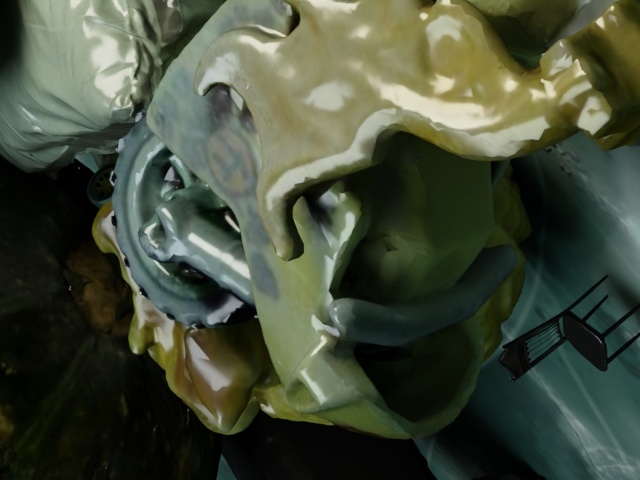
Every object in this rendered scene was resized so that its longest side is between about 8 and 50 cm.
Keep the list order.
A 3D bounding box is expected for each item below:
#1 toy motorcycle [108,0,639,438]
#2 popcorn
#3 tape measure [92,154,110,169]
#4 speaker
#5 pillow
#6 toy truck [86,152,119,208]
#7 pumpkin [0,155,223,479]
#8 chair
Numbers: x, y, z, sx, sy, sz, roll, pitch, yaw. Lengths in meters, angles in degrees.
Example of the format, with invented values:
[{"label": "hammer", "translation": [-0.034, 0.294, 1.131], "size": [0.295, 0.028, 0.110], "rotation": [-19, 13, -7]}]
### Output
[{"label": "toy motorcycle", "translation": [0.040, -0.060, 0.939], "size": [0.237, 0.168, 0.410], "rotation": [51, 132, 14]}, {"label": "popcorn", "translation": [0.000, 0.000, 1.196], "size": [0.224, 0.258, 0.270], "rotation": [55, -155, -24]}, {"label": "tape measure", "translation": [-0.238, -0.210, 1.530], "size": [0.256, 0.147, 0.275], "rotation": [36, 160, 46]}, {"label": "speaker", "translation": [0.012, 0.141, 1.627], "size": [0.388, 0.184, 0.180], "rotation": [54, 165, 33]}, {"label": "pillow", "translation": [-0.146, -0.190, 1.252], "size": [0.310, 0.138, 0.283], "rotation": [164, 107, -69]}, {"label": "toy truck", "translation": [-0.086, -0.080, 1.380], "size": [0.116, 0.191, 0.085], "rotation": [-16, 139, 26]}, {"label": "pumpkin", "translation": [-0.270, 0.102, 1.435], "size": [0.344, 0.454, 0.454], "rotation": [-39, 88, 30]}, {"label": "chair", "translation": [0.152, 0.060, 1.164], "size": [0.042, 0.086, 0.037], "rotation": [46, 164, 36]}]
